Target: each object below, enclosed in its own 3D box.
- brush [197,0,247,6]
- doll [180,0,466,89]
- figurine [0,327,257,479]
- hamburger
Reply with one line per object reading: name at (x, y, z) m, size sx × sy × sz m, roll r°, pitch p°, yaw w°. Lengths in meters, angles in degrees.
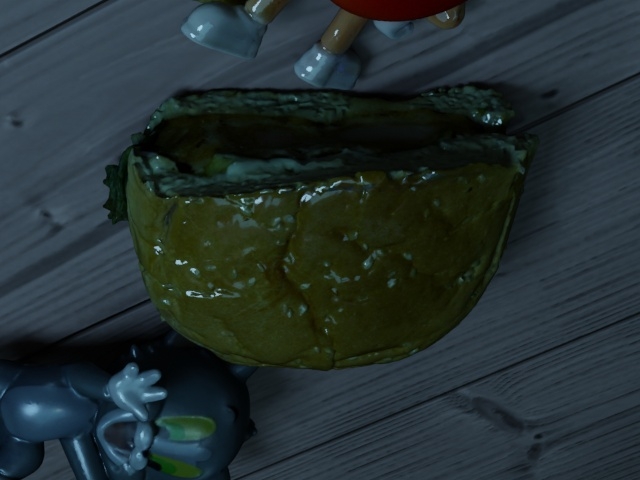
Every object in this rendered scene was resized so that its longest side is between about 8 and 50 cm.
brush at (0.009, -0.273, 0.705) m, size 0.085 × 0.020 × 0.336 m, roll 20°, pitch 125°, yaw -24°
doll at (0.036, -0.179, 0.745) m, size 0.217 × 0.085 × 0.183 m, roll -35°, pitch 148°, yaw 33°
figurine at (-0.179, 0.152, 0.985) m, size 0.265 × 0.140 × 0.193 m, roll 7°, pitch 108°, yaw 2°
hamburger at (0.000, 0.000, 0.876) m, size 0.308 × 0.132 × 0.211 m, roll -4°, pitch 130°, yaw -7°
